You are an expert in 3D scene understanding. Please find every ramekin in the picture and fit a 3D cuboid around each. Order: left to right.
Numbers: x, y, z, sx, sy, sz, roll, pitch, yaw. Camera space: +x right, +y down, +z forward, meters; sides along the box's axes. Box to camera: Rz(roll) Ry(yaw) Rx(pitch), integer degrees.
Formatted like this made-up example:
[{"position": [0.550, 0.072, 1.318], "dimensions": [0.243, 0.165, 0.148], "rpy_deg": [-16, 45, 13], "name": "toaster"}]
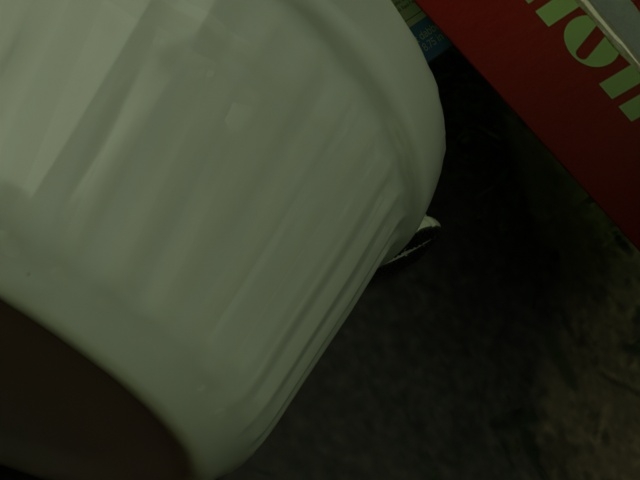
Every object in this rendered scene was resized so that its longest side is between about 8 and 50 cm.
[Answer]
[{"position": [-0.106, -0.024, 0.502], "dimensions": [0.273, 0.273, 0.127], "rpy_deg": [31, 67, -17], "name": "ramekin"}]

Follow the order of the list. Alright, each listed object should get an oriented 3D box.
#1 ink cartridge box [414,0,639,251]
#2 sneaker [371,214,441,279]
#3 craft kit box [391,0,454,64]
[{"position": [0.121, -0.146, 0.713], "dimensions": [0.309, 0.130, 0.272], "rpy_deg": [47, 49, -11], "name": "ink cartridge box"}, {"position": [0.000, 0.000, 0.699], "dimensions": [0.109, 0.040, 0.044], "rpy_deg": [-17, 62, -41], "name": "sneaker"}, {"position": [-0.038, -0.167, 0.722], "dimensions": [0.250, 0.061, 0.247], "rpy_deg": [-37, 96, -43], "name": "craft kit box"}]
